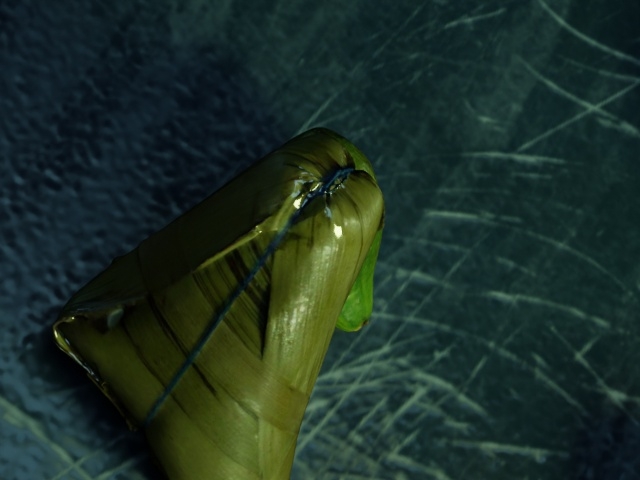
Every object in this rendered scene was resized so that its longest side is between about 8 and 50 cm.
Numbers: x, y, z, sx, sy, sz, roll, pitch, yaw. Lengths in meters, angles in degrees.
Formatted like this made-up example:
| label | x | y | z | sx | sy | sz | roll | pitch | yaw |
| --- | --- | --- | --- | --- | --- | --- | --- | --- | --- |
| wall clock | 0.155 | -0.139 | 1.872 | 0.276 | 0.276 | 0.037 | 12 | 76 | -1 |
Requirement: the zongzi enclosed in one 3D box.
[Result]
| label | x | y | z | sx | sy | sz | roll | pitch | yaw |
| --- | --- | --- | --- | --- | --- | --- | --- | --- | --- |
| zongzi | -0.018 | 0.100 | 1.125 | 0.289 | 0.260 | 0.123 | 56 | 26 | -3 |

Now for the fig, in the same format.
| label | x | y | z | sx | sy | sz | roll | pitch | yaw |
| --- | --- | --- | --- | --- | --- | --- | --- | --- | --- |
| fig | 0.000 | 0.000 | 1.223 | 0.123 | 0.123 | 0.156 | -35 | 98 | -27 |
